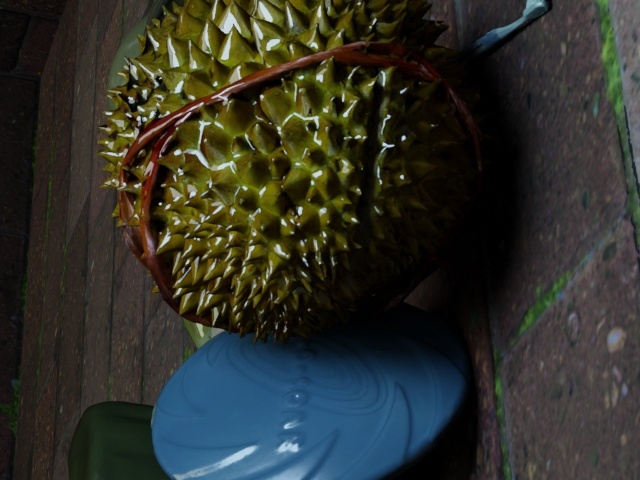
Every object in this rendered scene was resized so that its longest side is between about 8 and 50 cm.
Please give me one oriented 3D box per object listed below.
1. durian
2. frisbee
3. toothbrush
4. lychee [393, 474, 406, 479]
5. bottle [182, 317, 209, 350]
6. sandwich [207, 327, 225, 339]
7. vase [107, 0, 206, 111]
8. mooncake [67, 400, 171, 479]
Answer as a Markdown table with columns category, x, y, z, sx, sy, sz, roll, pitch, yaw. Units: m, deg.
| category | x | y | z | sx | sy | sz | roll | pitch | yaw |
| --- | --- | --- | --- | --- | --- | --- | --- | --- | --- |
| durian | -0.020 | -0.080 | 1.494 | 0.384 | 0.347 | 0.348 | -90 | 14 | -73 |
| frisbee | -0.014 | 0.125 | 1.505 | 0.289 | 0.289 | 0.049 | -110 | 4 | -58 |
| toothbrush | 0.154 | -0.183 | 1.552 | 0.219 | 0.016 | 0.019 | 147 | 132 | -68 |
| lychee | -0.013 | 0.224 | 1.576 | 0.238 | 0.200 | 0.200 | 48 | -134 | -73 |
| bottle | -0.139 | 0.105 | 2.232 | 0.270 | 0.083 | 0.083 | -101 | 26 | -45 |
| sandwich | -0.098 | 0.173 | 2.005 | 0.193 | 0.058 | 0.162 | 74 | -163 | -69 |
| vase | -0.124 | -0.235 | 2.071 | 0.302 | 0.241 | 0.329 | 114 | 168 | -72 |
| mooncake | -0.242 | 0.385 | 2.251 | 0.351 | 0.187 | 0.351 | -168 | 90 | -76 |
